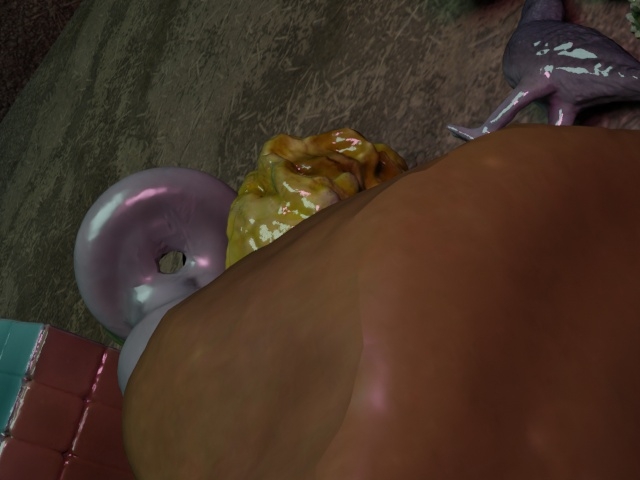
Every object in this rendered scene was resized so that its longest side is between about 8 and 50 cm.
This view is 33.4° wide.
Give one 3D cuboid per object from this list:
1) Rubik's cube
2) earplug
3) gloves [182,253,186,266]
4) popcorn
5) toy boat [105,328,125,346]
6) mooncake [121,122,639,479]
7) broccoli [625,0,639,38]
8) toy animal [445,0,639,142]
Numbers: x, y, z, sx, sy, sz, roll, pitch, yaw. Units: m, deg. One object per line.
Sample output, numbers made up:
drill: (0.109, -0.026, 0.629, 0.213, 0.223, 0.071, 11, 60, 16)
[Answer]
Rubik's cube: (-0.347, 0.247, 1.444, 0.231, 0.221, 0.224, -3, 66, 57)
earplug: (-0.146, 0.080, 1.167, 0.175, 0.214, 0.325, 106, 147, -77)
gloves: (-0.072, 0.016, 1.300, 0.203, 0.124, 0.164, 6, 110, 27)
popcorn: (0.000, 0.000, 1.079, 0.174, 0.225, 0.285, 1, 63, 23)
toy boat: (-0.175, 0.118, 1.327, 0.293, 0.055, 0.093, 10, 74, 35)
mooncake: (0.123, 0.175, 0.538, 0.262, 0.467, 0.467, -32, 43, 46)
broccoli: (0.351, -0.164, 0.634, 0.288, 0.260, 0.235, 2, 56, 56)
toy animal: (0.218, -0.139, 0.964, 0.206, 0.081, 0.367, -41, 31, 5)
